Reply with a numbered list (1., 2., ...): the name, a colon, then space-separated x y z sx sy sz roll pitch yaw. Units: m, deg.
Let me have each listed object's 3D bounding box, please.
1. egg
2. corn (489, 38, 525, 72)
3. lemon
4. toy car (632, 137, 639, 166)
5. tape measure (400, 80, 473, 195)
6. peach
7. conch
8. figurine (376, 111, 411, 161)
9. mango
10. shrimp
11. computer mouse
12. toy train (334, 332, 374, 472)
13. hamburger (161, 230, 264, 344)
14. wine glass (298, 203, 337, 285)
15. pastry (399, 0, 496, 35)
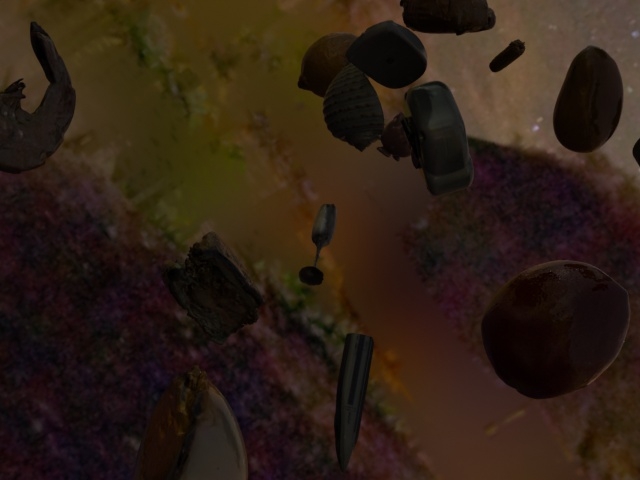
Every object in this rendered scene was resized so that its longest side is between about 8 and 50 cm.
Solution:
1. egg: -0.214 0.377 1.475 0.174 0.264 0.286 21 45 -25
2. corn: 0.305 -0.302 1.383 0.028 0.027 0.083 58 -32 2
3. lemon: 0.047 -0.515 2.498 0.188 0.256 0.188 63 2 -5
4. toy car: 0.920 -0.250 2.197 0.235 0.235 0.145 50 20 -54
5. tape measure: 0.255 -0.236 1.930 0.243 0.125 0.246 -105 177 -50
6. peach: 0.525 0.189 1.873 0.308 0.332 0.308 40 25 -24
7. conch: 0.065 -0.297 1.900 0.200 0.131 0.172 62 5 0
8. figurine: 0.234 -0.303 2.468 0.125 0.138 0.125 26 17 -8
9. mango: 0.663 -0.339 2.074 0.175 0.254 0.139 8 11 -43
10. shrimp: -0.552 -0.297 1.482 0.085 0.247 0.360 -1 -76 46
11. computer mouse: 0.142 -0.398 1.790 0.231 0.128 0.079 25 38 -56
12. toy train: 0.050 0.298 1.569 0.048 0.252 0.055 16 -18 -17
13. hamburger: -0.256 0.100 1.982 0.288 0.167 0.192 55 -2 -36
14. wine glass: 0.000 0.000 2.272 0.074 0.074 0.262 54 35 -35
15. pastry: 0.300 -0.540 2.003 0.218 0.229 0.100 -49 140 -67
